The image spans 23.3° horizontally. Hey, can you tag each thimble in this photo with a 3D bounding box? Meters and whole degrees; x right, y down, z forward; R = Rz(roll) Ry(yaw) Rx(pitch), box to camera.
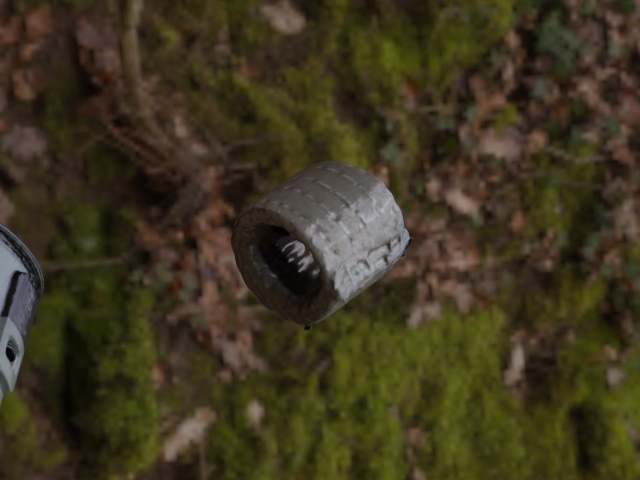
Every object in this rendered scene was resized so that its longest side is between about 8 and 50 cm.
[{"bbox_3d":[0.000,0.000,1.138,0.115,0.090,0.102,11,-53,48],"label":"thimble"}]

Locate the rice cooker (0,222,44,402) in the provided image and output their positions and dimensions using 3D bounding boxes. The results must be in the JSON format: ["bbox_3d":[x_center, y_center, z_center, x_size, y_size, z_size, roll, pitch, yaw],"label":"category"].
[{"bbox_3d":[-0.400,0.071,1.496,0.280,0.241,0.227,77,17,-51],"label":"rice cooker"}]
